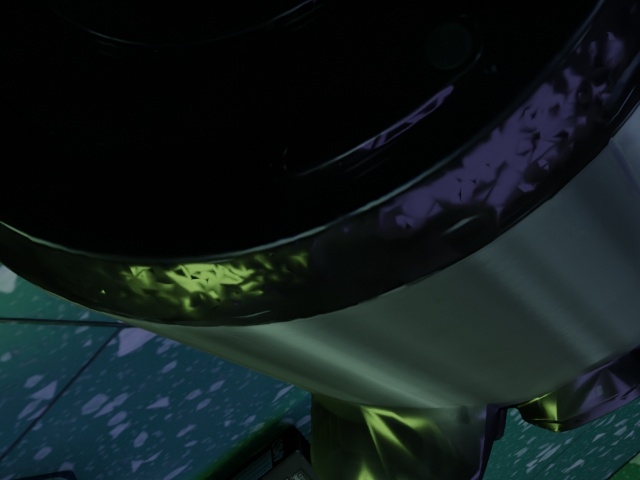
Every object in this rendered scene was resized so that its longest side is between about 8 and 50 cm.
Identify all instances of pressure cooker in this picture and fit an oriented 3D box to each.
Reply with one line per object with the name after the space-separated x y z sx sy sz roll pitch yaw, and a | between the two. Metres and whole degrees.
0.037 -0.098 0.663 0.370 0.375 0.420 -44 155 8 | pressure cooker

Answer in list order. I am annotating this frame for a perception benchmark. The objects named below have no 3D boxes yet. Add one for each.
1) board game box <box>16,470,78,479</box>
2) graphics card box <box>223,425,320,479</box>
-0.228 0.300 1.227 0.035 0.201 0.136 -49 154 25 | board game box
-0.097 0.413 1.569 0.371 0.233 0.094 -38 -169 3 | graphics card box
